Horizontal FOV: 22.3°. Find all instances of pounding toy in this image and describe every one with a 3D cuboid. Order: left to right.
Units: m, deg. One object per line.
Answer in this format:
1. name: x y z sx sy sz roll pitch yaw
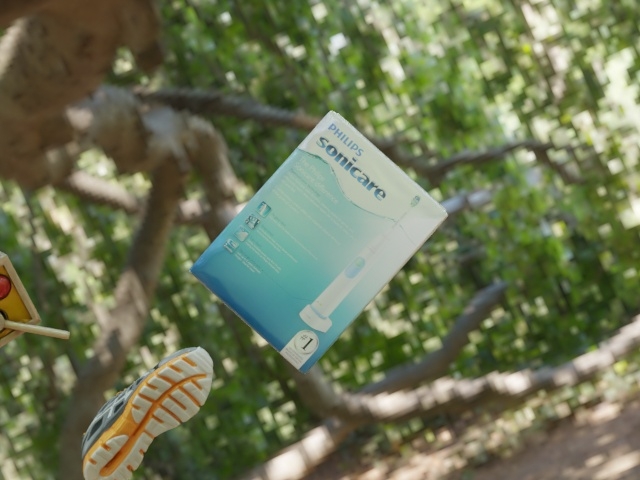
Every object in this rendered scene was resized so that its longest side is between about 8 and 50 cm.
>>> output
1. pounding toy: -0.434 0.095 2.177 0.130 0.141 0.100 -34 26 -21

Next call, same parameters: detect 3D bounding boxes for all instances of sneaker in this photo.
1. sneaker: -0.223 0.207 2.018 0.215 0.084 0.083 -44 31 1

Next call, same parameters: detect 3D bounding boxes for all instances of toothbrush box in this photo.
1. toothbrush box: 0.000 0.000 2.229 0.295 0.216 0.126 -49 -1 5
